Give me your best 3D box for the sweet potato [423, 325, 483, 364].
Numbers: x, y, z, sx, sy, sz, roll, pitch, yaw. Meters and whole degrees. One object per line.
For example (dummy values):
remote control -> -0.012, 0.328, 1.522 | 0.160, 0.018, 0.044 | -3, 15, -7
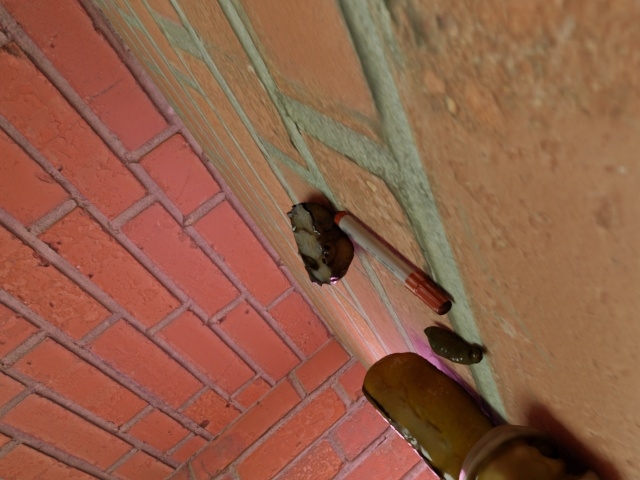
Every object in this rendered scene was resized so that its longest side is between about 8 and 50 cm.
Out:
sweet potato -> 0.190, 0.154, 0.693 | 0.041, 0.038, 0.153 | 30, 175, -16

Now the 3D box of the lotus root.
lotus root -> 0.000, 0.000, 0.949 | 0.329, 0.078, 0.167 | -160, 56, -78

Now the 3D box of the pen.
pen -> 0.092, 0.024, 0.680 | 0.239, 0.028, 0.028 | 44, 169, 43

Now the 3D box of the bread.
bread -> 0.257, 0.385, 0.970 | 0.337, 0.148, 0.328 | 40, 170, 47

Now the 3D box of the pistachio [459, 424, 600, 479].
pistachio -> 0.265, 0.354, 0.633 | 0.187, 0.187, 0.299 | 42, 164, 47
